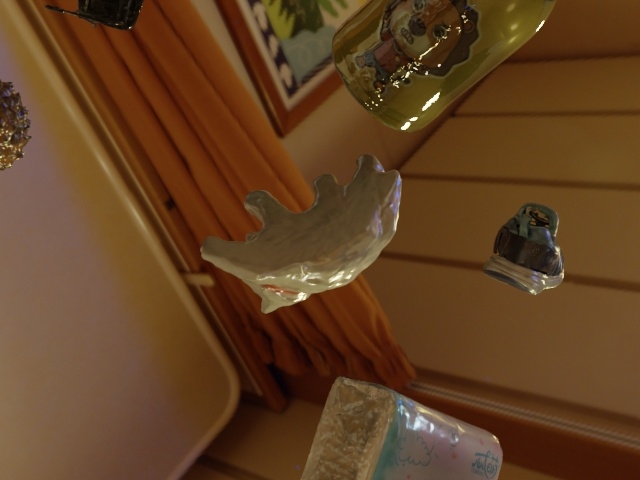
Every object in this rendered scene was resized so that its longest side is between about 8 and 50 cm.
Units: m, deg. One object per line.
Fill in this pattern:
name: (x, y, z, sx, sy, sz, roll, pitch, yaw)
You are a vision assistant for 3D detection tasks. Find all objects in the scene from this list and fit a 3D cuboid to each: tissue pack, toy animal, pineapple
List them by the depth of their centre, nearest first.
tissue pack: (0.109, 0.313, 1.087, 0.124, 0.271, 0.201, 12, -104, 47)
toy animal: (0.000, 0.000, 1.422, 0.266, 0.188, 0.307, 14, -127, 31)
pineapple: (-0.601, -0.223, 1.487, 0.166, 0.193, 0.166, 11, -135, -11)

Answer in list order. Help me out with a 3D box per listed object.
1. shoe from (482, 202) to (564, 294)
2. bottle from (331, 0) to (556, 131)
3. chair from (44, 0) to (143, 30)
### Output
shoe: (0.278, 0.006, 1.073, 0.092, 0.106, 0.207, 24, -169, 21)
bottle: (0.179, -0.291, 0.959, 0.351, 0.171, 0.171, -39, -163, 40)
chair: (-0.398, -0.464, 1.543, 0.145, 0.140, 0.221, 15, -176, 2)
